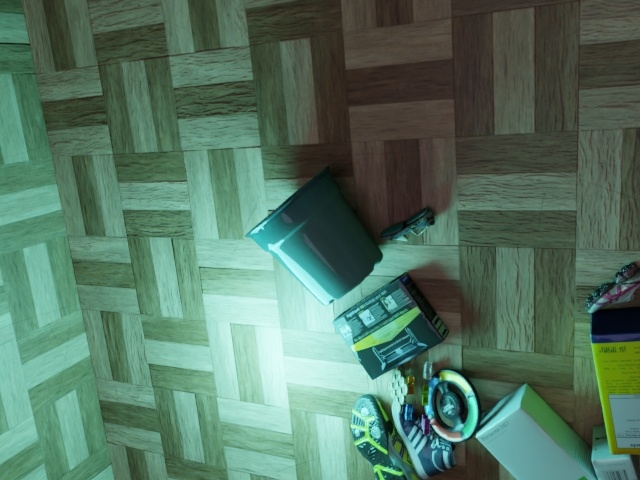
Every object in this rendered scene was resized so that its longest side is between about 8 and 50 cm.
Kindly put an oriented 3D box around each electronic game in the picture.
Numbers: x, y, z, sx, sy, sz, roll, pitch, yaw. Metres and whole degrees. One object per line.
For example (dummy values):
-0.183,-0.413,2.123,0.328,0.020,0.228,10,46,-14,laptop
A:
0.421,0.531,1.909,0.229,0.048,0.229,-5,84,52,electronic game

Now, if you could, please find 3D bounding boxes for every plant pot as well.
0.000,0.000,1.866,0.341,0.341,0.334,-38,96,29,plant pot

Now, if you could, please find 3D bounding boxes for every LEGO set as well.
0.316,0.512,1.958,0.087,0.093,0.227,4,79,3,LEGO set

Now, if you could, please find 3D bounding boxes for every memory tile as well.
0.258,0.492,1.980,0.012,0.148,0.113,7,114,-13,memory tile

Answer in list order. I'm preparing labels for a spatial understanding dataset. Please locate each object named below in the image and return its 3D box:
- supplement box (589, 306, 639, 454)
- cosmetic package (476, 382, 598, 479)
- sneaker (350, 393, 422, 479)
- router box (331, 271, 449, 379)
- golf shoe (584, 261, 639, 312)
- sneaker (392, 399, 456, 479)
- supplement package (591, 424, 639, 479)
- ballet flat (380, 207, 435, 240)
0.868,0.379,1.623,0.194,0.195,0.357,-8,100,27,supplement box
0.681,0.648,1.813,0.365,0.155,0.197,44,119,6,cosmetic package
0.229,0.718,2.063,0.145,0.147,0.385,-32,72,32,sneaker
0.226,0.286,1.962,0.309,0.081,0.243,-36,88,29,router box
0.823,0.149,1.649,0.086,0.067,0.186,45,118,6,golf shoe
0.356,0.651,2.000,0.153,0.099,0.282,-24,88,21,sneaker
0.850,0.621,1.709,0.105,0.179,0.105,-18,97,28,supplement package
0.275,-0.034,1.860,0.188,0.070,0.070,-28,92,32,ballet flat
